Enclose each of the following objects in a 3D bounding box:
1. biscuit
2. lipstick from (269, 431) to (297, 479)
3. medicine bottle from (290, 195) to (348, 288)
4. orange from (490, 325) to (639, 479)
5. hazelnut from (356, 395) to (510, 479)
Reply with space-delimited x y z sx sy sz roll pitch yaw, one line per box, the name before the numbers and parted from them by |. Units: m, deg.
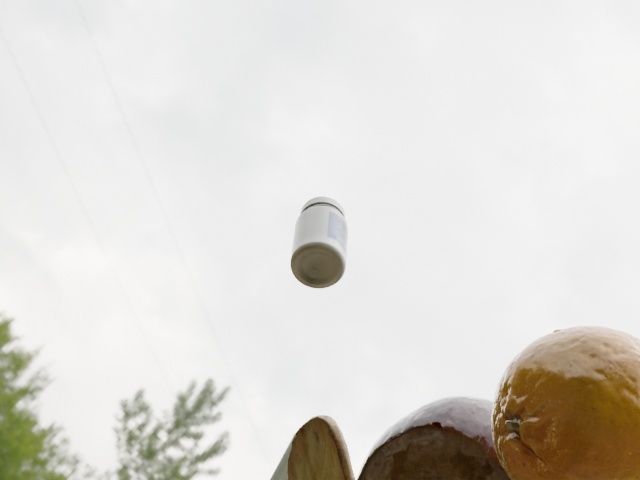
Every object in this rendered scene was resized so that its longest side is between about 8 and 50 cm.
biscuit | 0.007 0.368 1.487 0.203 0.041 0.260 -134 -138 -55
lipstick | -0.081 0.468 1.828 0.059 0.264 0.059 22 -30 14
medicine bottle | 0.000 0.000 1.906 0.102 0.187 0.103 2 -59 3
orange | 0.292 0.200 1.125 0.219 0.219 0.193 4 -9 41
hazelnut | 0.271 0.496 2.001 0.409 0.359 0.359 -38 -81 31
